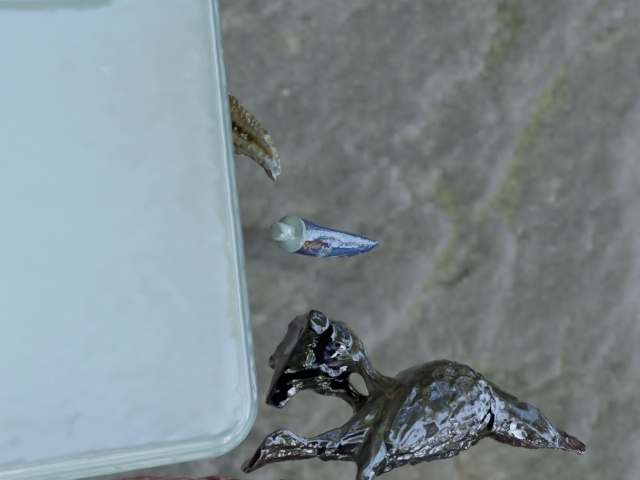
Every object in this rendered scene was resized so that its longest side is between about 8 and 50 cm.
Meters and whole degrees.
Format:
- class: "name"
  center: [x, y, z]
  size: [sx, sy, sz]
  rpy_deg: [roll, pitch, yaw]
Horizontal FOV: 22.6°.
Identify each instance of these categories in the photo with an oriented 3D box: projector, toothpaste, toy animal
- class: "projector"
  center: [-0.156, -0.023, 0.434]
  size: [0.099, 0.256, 0.192]
  rpy_deg: [179, -95, -66]
- class: "toothpaste"
  center: [0.000, 0.000, 0.807]
  size: [0.083, 0.027, 0.019]
  rpy_deg: [11, 70, -57]
- class: "toy animal"
  center: [0.049, 0.088, 0.811]
  size: [0.070, 0.202, 0.105]
  rpy_deg: [-55, -146, 37]

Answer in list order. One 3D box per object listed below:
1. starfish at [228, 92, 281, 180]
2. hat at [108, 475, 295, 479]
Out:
- class: "starfish"
  center: [-0.122, -0.084, 0.969]
  size: [0.240, 0.227, 0.043]
  rpy_deg: [-52, 161, 6]
- class: "hat"
  center: [-0.082, 0.184, 0.656]
  size: [0.237, 0.286, 0.107]
  rpy_deg: [-65, -155, 19]
